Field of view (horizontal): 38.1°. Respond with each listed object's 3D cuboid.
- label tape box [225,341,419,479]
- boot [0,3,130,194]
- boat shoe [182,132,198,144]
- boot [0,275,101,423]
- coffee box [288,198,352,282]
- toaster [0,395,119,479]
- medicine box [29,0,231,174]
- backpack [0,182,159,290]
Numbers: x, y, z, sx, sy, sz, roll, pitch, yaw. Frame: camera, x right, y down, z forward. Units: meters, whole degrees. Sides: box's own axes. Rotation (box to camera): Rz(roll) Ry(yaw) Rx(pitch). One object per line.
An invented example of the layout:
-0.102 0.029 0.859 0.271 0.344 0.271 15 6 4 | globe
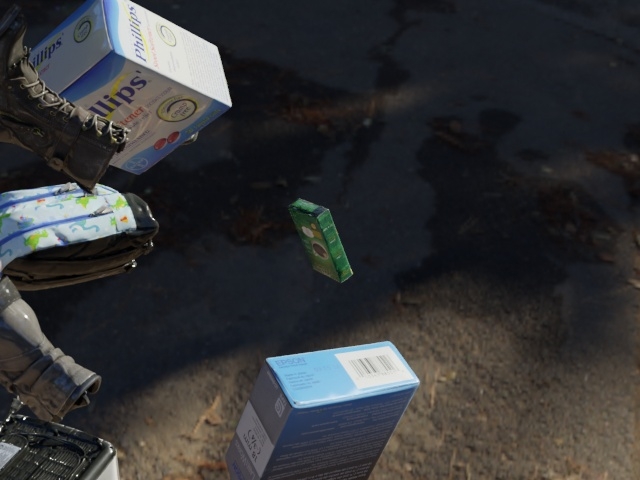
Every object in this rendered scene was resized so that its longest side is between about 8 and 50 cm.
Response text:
-0.017 0.325 1.474 0.241 0.333 0.106 -3 40 -35 | label tape box
-0.383 -0.197 1.343 0.229 0.263 0.091 24 46 -11 | boot
-0.350 -0.237 1.987 0.233 0.079 0.084 8 71 30 | boat shoe
-0.475 0.202 1.413 0.118 0.222 0.338 -45 9 -33 | boot
0.000 0.000 2.069 0.040 0.184 0.113 -37 34 -23 | coffee box
-0.342 0.300 1.107 0.168 0.110 0.185 12 34 18 | toaster
-0.359 -0.275 1.673 0.289 0.264 0.149 18 48 -51 | medicine box
-0.612 -0.005 2.180 0.356 0.290 0.273 -29 85 -39 | backpack
